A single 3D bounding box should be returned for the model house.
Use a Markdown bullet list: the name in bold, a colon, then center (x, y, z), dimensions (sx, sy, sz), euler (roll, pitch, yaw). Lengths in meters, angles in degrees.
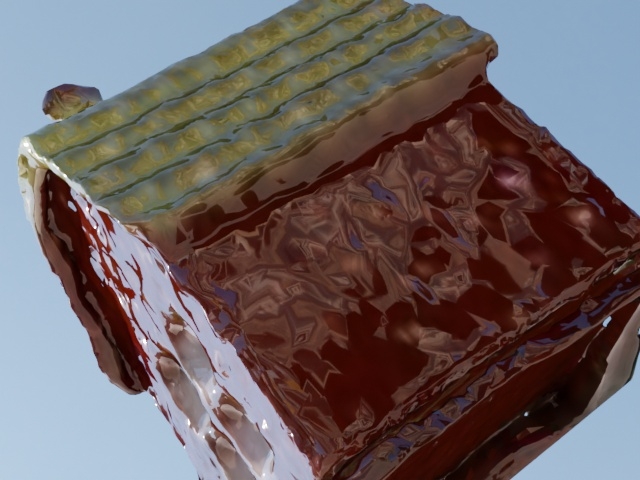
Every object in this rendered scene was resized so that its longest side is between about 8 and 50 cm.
- **model house**: center (0.000, 0.000, 0.686), dimensions (0.196, 0.254, 0.160), euler (-32, -19, -24)
